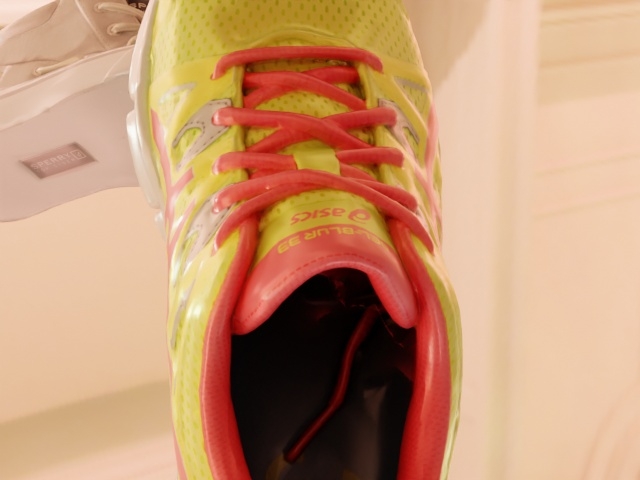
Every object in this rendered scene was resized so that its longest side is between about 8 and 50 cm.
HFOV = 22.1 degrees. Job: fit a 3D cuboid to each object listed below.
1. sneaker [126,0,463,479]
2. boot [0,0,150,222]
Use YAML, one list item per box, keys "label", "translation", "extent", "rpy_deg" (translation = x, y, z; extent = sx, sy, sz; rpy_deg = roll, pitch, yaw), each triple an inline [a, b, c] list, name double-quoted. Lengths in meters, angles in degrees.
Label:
- label: "sneaker"
  translation: [0.000, 0.000, 0.383]
  extent: [0.081, 0.094, 0.208]
  rpy_deg: [-3, -108, -10]
- label: "boot"
  translation: [-0.102, -0.093, 0.871]
  extent: [0.095, 0.258, 0.123]
  rpy_deg: [49, -135, -39]
